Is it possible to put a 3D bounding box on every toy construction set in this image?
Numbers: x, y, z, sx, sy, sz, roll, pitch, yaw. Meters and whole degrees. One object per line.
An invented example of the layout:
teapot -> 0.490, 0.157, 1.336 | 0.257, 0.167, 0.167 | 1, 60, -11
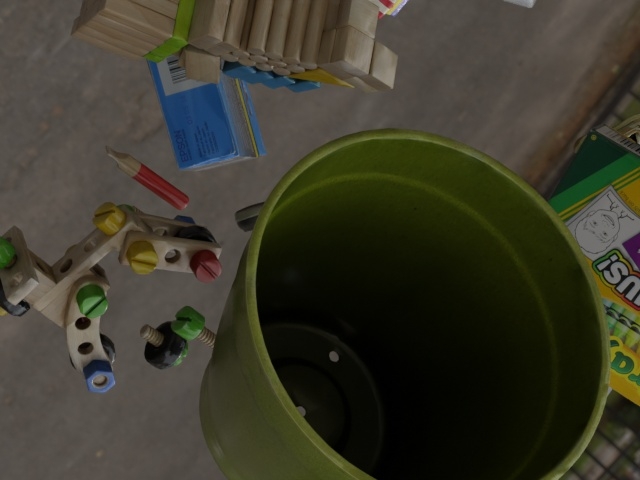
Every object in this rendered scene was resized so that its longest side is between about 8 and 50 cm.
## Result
toy construction set -> -0.279, 0.005, 1.506 | 0.257, 0.308, 0.237 | -30, 129, 30

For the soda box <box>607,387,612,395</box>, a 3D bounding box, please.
soda box -> 0.545, 0.159, 2.222 | 0.286, 0.091, 0.098 | -57, 155, 0

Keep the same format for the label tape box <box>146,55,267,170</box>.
label tape box -> -0.192, -0.242, 2.047 | 0.106, 0.240, 0.334 | -15, -178, 5

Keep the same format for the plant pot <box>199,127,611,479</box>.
plant pot -> 0.038, 0.128, 1.238 | 0.366, 0.366, 0.353 | -33, 174, -33

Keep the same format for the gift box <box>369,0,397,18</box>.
gift box -> 0.003, -0.481, 1.983 | 0.276, 0.255, 0.258 | -62, -162, 3

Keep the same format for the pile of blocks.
pile of blocks -> -0.090, -0.250, 1.370 | 0.149, 0.362, 0.112 | 122, -21, -74

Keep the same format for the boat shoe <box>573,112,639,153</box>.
boat shoe -> 0.468, -0.154, 1.869 | 0.153, 0.048, 0.056 | -18, 149, -4

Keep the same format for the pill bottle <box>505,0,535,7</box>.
pill bottle -> 0.112, -0.292, 1.117 | 0.119, 0.209, 0.119 | 20, 90, -81

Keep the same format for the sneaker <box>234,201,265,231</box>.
sneaker -> 0.000, 0.000, 1.581 | 0.222, 0.118, 0.083 | -5, -178, -20

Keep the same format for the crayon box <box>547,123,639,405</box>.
crayon box -> 0.476, 0.058, 1.758 | 0.313, 0.363, 0.106 | -63, 164, 20

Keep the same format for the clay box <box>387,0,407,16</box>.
clay box -> 0.092, -0.509, 2.283 | 0.222, 0.053, 0.127 | 11, 133, -42
